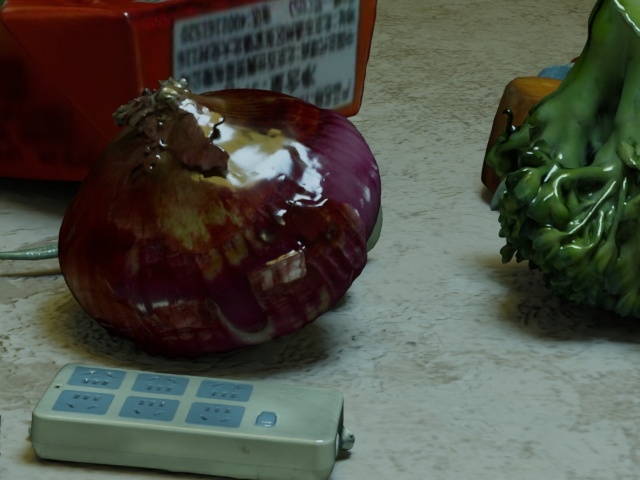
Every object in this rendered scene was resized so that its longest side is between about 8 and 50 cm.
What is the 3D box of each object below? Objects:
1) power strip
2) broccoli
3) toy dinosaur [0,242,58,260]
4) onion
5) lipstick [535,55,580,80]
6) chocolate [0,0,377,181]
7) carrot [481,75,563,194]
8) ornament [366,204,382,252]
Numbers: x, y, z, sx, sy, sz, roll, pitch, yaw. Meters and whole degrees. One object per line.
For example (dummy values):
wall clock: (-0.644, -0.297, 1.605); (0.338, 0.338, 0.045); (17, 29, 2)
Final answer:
power strip: (-0.077, 0.108, 1.088); (0.192, 0.035, 0.081); (4, 17, 5)
broccoli: (0.253, -0.075, 1.385); (0.248, 0.245, 0.288); (6, 37, -5)
toy dinosaur: (-0.152, 0.004, 1.422); (0.187, 0.044, 0.106); (-9, 3, 3)
onion: (-0.074, -0.035, 1.260); (0.230, 0.163, 0.230); (-9, 34, 6)
lipstick: (0.258, -0.157, 1.975); (0.061, 0.068, 0.274); (12, 20, 15)
chocolate: (-0.174, -0.162, 1.653); (0.341, 0.161, 0.360); (5, 18, 37)
carrot: (0.299, -0.061, 1.659); (0.307, 0.100, 0.258); (19, 20, 20)
ornament: (0.000, 0.000, 1.400); (0.081, 0.074, 0.156); (3, 18, 14)
